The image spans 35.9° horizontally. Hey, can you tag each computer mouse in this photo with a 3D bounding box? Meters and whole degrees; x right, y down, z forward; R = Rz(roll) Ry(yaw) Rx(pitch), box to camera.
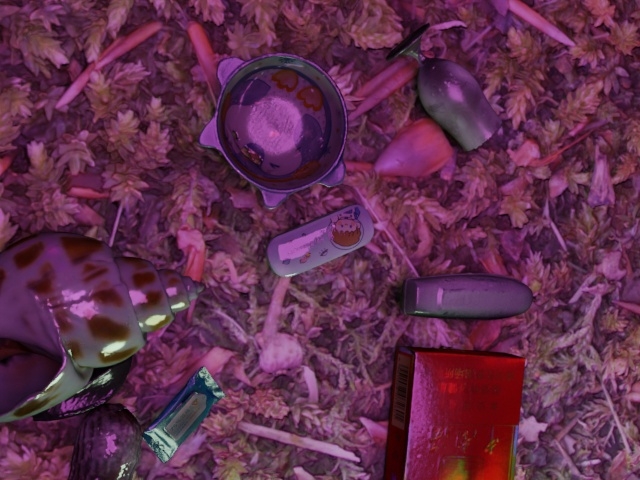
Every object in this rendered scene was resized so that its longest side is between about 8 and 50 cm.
[{"bbox_3d":[-0.335,0.211,1.407,0.172,0.099,0.057,-34,115,-19],"label":"computer mouse"}]

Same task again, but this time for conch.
[{"bbox_3d":[-0.352,0.112,1.324,0.368,0.197,0.249,-19,63,13],"label":"conch"}]

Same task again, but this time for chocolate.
[{"bbox_3d":[-0.318,0.352,1.412,0.110,0.110,0.248,18,83,-17],"label":"chocolate"}]

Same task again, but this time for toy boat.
[{"bbox_3d":[0.242,0.091,1.603,0.261,0.085,0.078,2,92,-29],"label":"toy boat"}]

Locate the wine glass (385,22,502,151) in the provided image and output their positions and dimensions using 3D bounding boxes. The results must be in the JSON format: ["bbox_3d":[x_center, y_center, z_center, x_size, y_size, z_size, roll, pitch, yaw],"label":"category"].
[{"bbox_3d":[0.200,-0.239,1.569,0.093,0.093,0.202,-42,103,-12],"label":"wine glass"}]

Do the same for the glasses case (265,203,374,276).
[{"bbox_3d":[0.000,0.000,1.533,0.179,0.045,0.067,-23,99,-16],"label":"glasses case"}]

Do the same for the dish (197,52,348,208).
[{"bbox_3d":[-0.078,-0.169,1.484,0.228,0.086,0.236,-25,99,-14],"label":"dish"}]

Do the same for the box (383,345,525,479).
[{"bbox_3d":[0.211,0.332,1.588,0.198,0.089,0.313,5,90,-19],"label":"box"}]

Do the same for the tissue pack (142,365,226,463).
[{"bbox_3d":[-0.204,0.258,1.468,0.138,0.028,0.085,-50,140,-22],"label":"tissue pack"}]
